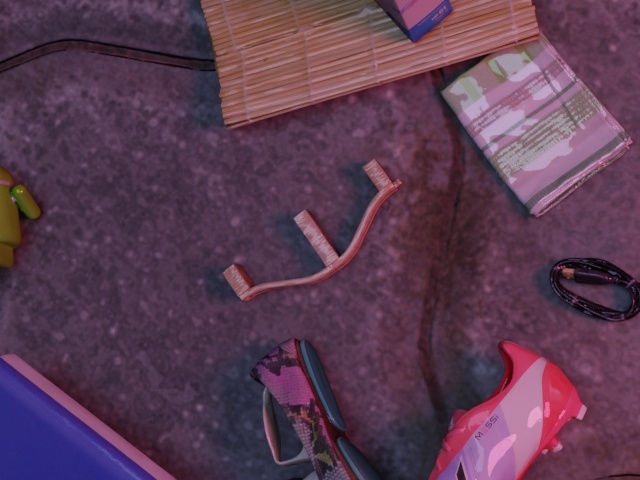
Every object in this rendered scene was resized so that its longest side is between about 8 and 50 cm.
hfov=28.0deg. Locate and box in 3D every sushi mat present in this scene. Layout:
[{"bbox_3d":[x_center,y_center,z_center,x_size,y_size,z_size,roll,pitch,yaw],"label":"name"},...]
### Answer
[{"bbox_3d":[0.042,-0.214,1.224,0.316,0.019,0.151,-15,68,13],"label":"sushi mat"}]

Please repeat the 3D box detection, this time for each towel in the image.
[{"bbox_3d":[0.194,-0.112,1.172,0.113,0.023,0.152,-37,73,7],"label":"towel"}]

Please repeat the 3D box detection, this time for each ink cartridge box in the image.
[{"bbox_3d":[0.064,-0.246,1.149,0.052,0.122,0.088,-39,66,3],"label":"ink cartridge box"}]

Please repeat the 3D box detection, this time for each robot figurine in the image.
[{"bbox_3d":[-0.336,-0.027,1.286,0.101,0.067,0.115,-13,78,12],"label":"robot figurine"}]

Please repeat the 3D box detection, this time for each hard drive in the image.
[{"bbox_3d":[-0.218,0.280,1.188,0.318,0.040,0.210,34,109,18],"label":"hard drive"}]

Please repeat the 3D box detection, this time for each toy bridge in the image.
[{"bbox_3d":[0.000,0.000,1.207,0.188,0.026,0.063,-36,76,8],"label":"toy bridge"}]

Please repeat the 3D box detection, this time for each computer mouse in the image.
[{"bbox_3d":[0.318,0.038,1.103,0.242,0.041,0.071,0,82,17],"label":"computer mouse"}]

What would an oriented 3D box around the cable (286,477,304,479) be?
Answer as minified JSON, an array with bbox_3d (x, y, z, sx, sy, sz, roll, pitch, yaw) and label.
[{"bbox_3d":[0.024,0.286,1.150,0.184,0.047,0.151,-3,73,13],"label":"cable"}]

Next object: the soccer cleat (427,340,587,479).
[{"bbox_3d":[0.125,0.199,1.086,0.095,0.083,0.248,39,74,4],"label":"soccer cleat"}]

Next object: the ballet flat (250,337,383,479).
[{"bbox_3d":[-0.001,0.186,1.135,0.079,0.077,0.221,-35,56,8],"label":"ballet flat"}]
